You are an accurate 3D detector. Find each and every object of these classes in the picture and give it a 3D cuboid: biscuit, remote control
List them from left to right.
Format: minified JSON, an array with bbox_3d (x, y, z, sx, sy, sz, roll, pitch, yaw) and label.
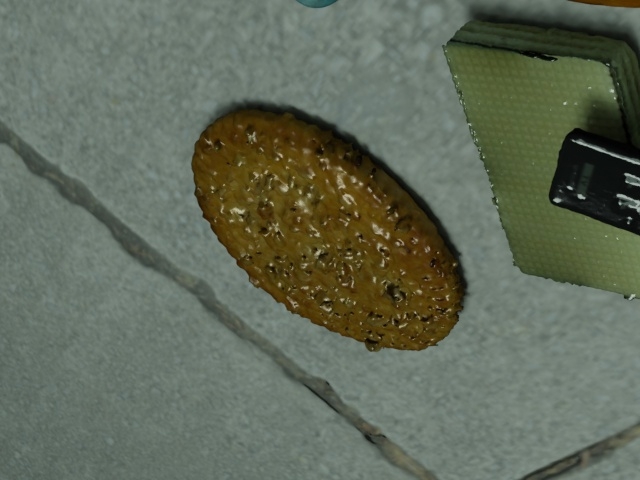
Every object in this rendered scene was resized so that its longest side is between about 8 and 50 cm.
[{"bbox_3d":[0.000,0.000,1.247,0.254,0.035,0.254,28,151,17],"label":"biscuit"},{"bbox_3d":[0.157,-0.048,0.993,0.121,0.040,0.199,15,142,37],"label":"biscuit"},{"bbox_3d":[0.252,-0.006,0.913,0.245,0.025,0.063,20,143,10],"label":"remote control"}]

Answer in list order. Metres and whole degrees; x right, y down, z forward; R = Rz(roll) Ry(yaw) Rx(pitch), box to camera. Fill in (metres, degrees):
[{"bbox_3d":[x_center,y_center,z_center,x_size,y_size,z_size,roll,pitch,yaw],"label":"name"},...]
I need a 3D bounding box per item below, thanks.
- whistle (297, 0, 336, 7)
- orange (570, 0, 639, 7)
[{"bbox_3d":[-0.048,-0.242,0.895,0.274,0.093,0.186,47,177,-11],"label":"whistle"},{"bbox_3d":[0.124,-0.206,0.611,0.240,0.240,0.240,28,150,18],"label":"orange"}]
